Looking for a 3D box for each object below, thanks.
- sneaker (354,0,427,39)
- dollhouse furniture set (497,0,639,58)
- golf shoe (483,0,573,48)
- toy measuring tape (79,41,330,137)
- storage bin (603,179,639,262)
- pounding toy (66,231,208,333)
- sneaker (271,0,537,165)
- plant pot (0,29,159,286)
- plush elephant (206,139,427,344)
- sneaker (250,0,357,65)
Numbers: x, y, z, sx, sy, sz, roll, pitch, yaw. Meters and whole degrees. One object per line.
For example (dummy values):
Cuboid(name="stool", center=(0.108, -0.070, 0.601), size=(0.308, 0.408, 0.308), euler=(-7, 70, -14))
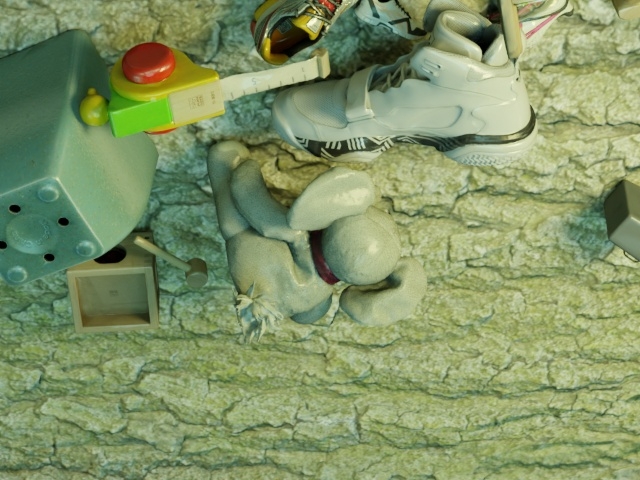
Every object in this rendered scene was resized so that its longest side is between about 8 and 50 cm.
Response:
Cuboid(name="sneaker", center=(0.101, -0.304, 2.015), size=(0.109, 0.040, 0.044), euler=(17, 115, -24))
Cuboid(name="dollhouse furniture set", center=(0.372, -0.354, 1.767), size=(0.362, 0.394, 0.256), euler=(-12, 130, 5))
Cuboid(name="golf shoe", center=(0.260, -0.279, 2.032), size=(0.186, 0.067, 0.086), euler=(-38, 124, 24))
Cuboid(name="toy measuring tape", center=(-0.158, -0.217, 1.953), size=(0.330, 0.121, 0.121), euler=(-17, 131, -10))
Cuboid(name="storage bin", center=(0.473, -0.023, 2.231), size=(0.091, 0.135, 0.098), euler=(30, 122, -13))
Cuboid(name="pounding toy", center=(-0.271, 0.037, 2.227), size=(0.206, 0.094, 0.181), euler=(-3, 130, -3))
Cuboid(name="sneaker", center=(0.107, -0.216, 1.989), size=(0.365, 0.137, 0.210), euler=(5, 136, 12))
Cuboid(name="plant pot", center=(-0.378, -0.085, 2.015), size=(0.247, 0.252, 0.248), euler=(-20, 129, 10))
Cuboid(name="plush elephant", center=(0.000, 0.000, 2.091), size=(0.255, 0.330, 0.272), euler=(-18, 122, 6))
Cuboid(name="sneaker", center=(0.003, -0.309, 1.967), size=(0.088, 0.093, 0.225), euler=(35, 118, -29))
